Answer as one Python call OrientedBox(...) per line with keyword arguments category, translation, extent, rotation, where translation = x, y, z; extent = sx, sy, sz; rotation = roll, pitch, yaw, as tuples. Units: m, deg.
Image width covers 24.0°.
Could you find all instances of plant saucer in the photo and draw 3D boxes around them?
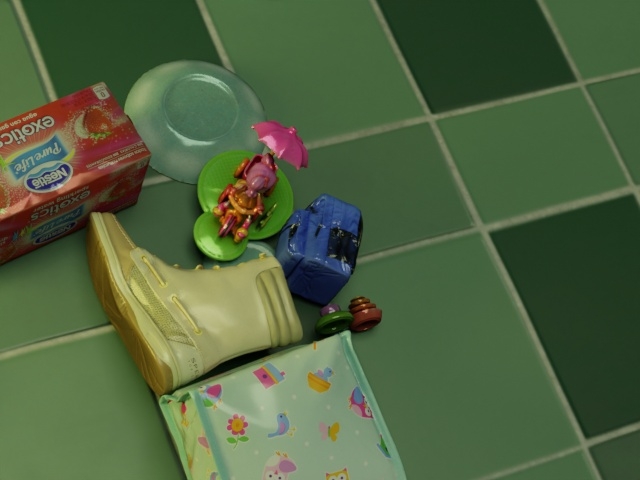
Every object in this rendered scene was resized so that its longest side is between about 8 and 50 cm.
OrientedBox(category="plant saucer", translation=(-0.160, -0.166, 1.988), extent=(0.195, 0.037, 0.195), rotation=(7, 62, -13))
OrientedBox(category="plant saucer", translation=(-0.092, 0.044, 1.905), extent=(0.119, 0.021, 0.119), rotation=(7, 61, -12))

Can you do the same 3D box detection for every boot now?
OrientedBox(category="boot", translation=(-0.157, 0.049, 1.827), extent=(0.203, 0.095, 0.262), rotation=(-18, 54, -23))

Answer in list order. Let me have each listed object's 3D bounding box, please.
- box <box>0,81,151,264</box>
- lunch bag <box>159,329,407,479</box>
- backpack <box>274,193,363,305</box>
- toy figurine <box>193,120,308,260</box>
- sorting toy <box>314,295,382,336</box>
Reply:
OrientedBox(category="box", translation=(-0.349, -0.073, 1.833), extent=(0.256, 0.128, 0.123), rotation=(-26, 72, -26))
OrientedBox(category="lunch bag", translation=(-0.033, 0.262, 1.722), extent=(0.223, 0.160, 0.262), rotation=(-20, 89, -24))
OrientedBox(category="backpack", translation=(0.000, 0.000, 1.903), extent=(0.101, 0.098, 0.120), rotation=(27, 53, -16))
OrientedBox(category="toy figurine", translation=(-0.080, -0.076, 1.863), extent=(0.130, 0.159, 0.173), rotation=(33, 57, -3))
OrientedBox(category="sorting toy", translation=(0.028, 0.091, 1.891), extent=(0.102, 0.061, 0.042), rotation=(1, 60, -41))
